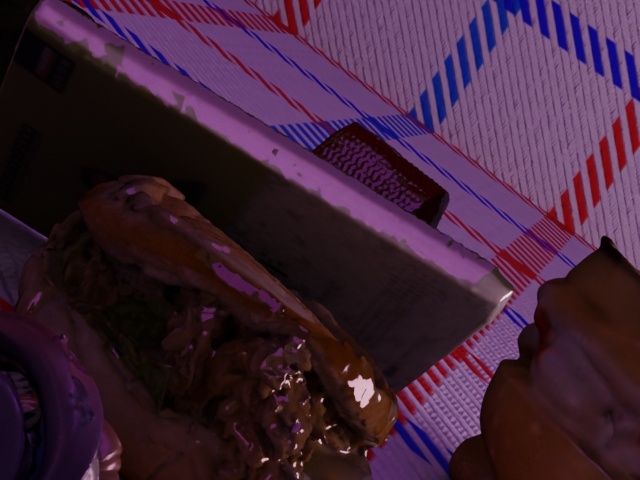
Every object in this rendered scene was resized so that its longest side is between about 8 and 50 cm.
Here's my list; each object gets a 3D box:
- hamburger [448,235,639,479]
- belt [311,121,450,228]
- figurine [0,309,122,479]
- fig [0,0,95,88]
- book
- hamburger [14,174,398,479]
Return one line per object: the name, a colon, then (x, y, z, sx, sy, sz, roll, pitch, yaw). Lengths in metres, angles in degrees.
hamburger: (0.242, 0.163, 1.126, 0.276, 0.237, 0.276, 40, 6, -5)
belt: (0.000, 0.000, 1.196, 0.124, 0.201, 0.128, 38, -20, 16)
figurine: (-0.151, 0.100, 0.687, 0.157, 0.114, 0.126, 100, -28, -74)
fig: (-0.282, -0.167, 1.325, 0.177, 0.117, 0.117, 9, 18, -9)
book: (-0.068, -0.001, 1.023, 0.352, 0.239, 0.035, 31, 56, -7)
hamburger: (-0.060, 0.075, 0.887, 0.243, 0.146, 0.286, 31, 5, -42)
